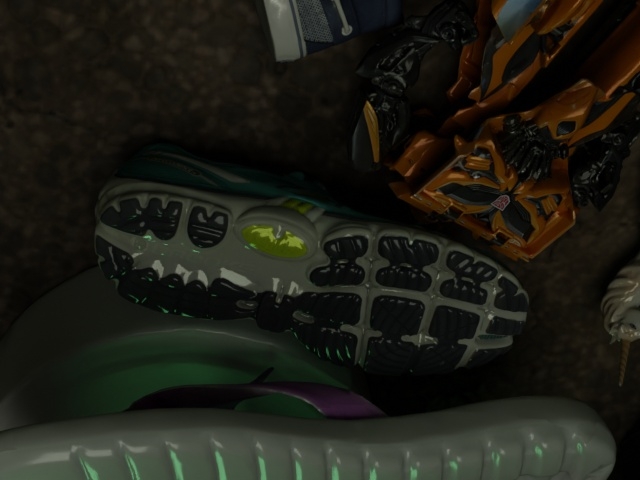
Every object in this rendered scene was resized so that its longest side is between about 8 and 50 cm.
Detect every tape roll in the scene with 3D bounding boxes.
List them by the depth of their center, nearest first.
[{"bbox_3d":[-0.098,0.151,0.915,0.286,0.100,0.286,-3,119,-5],"label":"tape roll"}]

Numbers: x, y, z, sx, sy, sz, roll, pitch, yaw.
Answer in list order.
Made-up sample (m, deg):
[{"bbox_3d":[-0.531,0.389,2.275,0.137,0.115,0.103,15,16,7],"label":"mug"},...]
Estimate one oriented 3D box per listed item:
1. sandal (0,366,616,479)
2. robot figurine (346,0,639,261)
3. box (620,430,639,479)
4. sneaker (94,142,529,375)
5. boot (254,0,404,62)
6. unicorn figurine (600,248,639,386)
[{"bbox_3d":[-0.020,0.134,0.808,0.416,0.102,0.169,4,134,-23],"label":"sandal"},{"bbox_3d":[0.151,-0.105,0.800,0.211,0.085,0.291,26,116,-30],"label":"robot figurine"},{"bbox_3d":[0.405,0.180,0.887,0.296,0.183,0.294,11,147,-12],"label":"box"},{"bbox_3d":[0.000,0.000,0.823,0.275,0.110,0.107,18,124,-6],"label":"sneaker"},{"bbox_3d":[-0.008,-0.198,0.756,0.086,0.069,0.190,-18,128,-5],"label":"boot"},{"bbox_3d":[0.246,0.008,0.909,0.111,0.060,0.162,-7,104,-3],"label":"unicorn figurine"}]
